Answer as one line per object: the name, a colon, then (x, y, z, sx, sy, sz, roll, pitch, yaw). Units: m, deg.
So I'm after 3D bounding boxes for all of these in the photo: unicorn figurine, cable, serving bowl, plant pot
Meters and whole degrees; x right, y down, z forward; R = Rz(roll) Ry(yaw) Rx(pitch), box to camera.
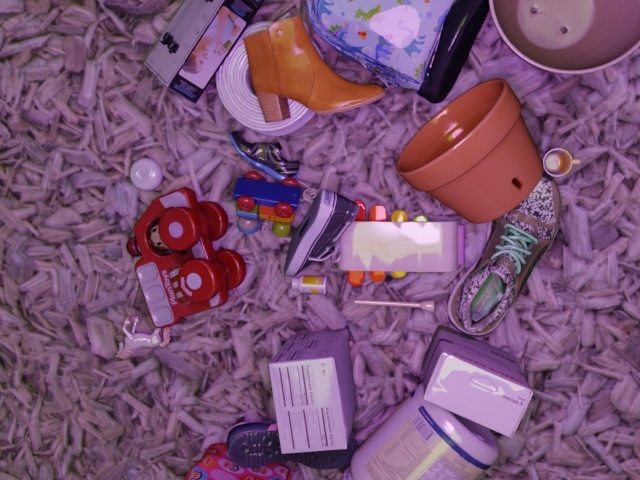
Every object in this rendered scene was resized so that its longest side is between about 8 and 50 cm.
unicorn figurine: (-0.453, 0.242, 1.760, 0.162, 0.060, 0.111, 0, 92, 11)
cable: (-0.113, -0.374, 1.633, 0.257, 0.089, 0.257, -27, 92, 10)
serving bowl: (-0.432, -0.162, 1.731, 0.083, 0.027, 0.083, 1, 95, 8)
plant pot: (0.335, -0.173, 1.511, 0.291, 0.291, 0.203, -41, 105, 10)

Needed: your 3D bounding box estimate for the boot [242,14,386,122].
boot: (-0.018, -0.377, 1.513, 0.295, 0.104, 0.211, -6, 107, 17)

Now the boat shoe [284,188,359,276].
boat shoe: (0.001, -0.004, 1.591, 0.105, 0.113, 0.306, 17, 139, -12)

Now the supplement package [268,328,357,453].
supplement package: (-0.009, 0.335, 1.604, 0.145, 0.262, 0.204, -8, 95, 10)

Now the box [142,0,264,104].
box: (-0.268, -0.475, 1.605, 0.290, 0.087, 0.169, -54, 45, 8)

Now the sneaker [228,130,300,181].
sneaker: (-0.132, -0.206, 1.671, 0.188, 0.067, 0.078, 31, 91, 0)

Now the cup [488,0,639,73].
cup: (0.505, -0.496, 1.459, 0.331, 0.237, 0.331, 1, 95, 8)

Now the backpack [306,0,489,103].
backpack: (0.148, -0.492, 1.522, 0.356, 0.273, 0.290, 33, 112, 17)

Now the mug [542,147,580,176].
mug: (0.531, -0.170, 1.576, 0.078, 0.064, 0.062, 29, 99, 4)

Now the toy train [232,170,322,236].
toy train: (-0.079, -0.064, 1.648, 0.248, 0.105, 0.143, 10, 138, 0)

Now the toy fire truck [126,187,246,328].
toy fire truck: (-0.342, 0.042, 1.678, 0.254, 0.169, 0.302, -19, 92, 21)

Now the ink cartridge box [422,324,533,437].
ink cartridge box: (0.333, 0.298, 1.546, 0.198, 0.273, 0.114, 23, 98, 5)

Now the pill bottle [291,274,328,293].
pill bottle: (-0.025, 0.106, 1.693, 0.083, 0.043, 0.043, 3, 96, 8)

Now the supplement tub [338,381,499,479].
supplement tub: (0.217, 0.507, 1.603, 0.235, 0.235, 0.325, 42, 100, 2)

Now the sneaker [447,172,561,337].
sneaker: (0.418, 0.044, 1.554, 0.158, 0.182, 0.410, 24, 98, 5)

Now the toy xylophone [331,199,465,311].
toy xylophone: (0.173, 0.039, 1.639, 0.323, 0.081, 0.236, 9, 97, 7)

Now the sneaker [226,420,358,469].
sneaker: (-0.070, 0.481, 1.715, 0.319, 0.131, 0.112, 9, 94, -16)

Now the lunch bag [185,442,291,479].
lunch bag: (-0.173, 0.584, 1.640, 0.258, 0.293, 0.120, 15, 93, 7)
